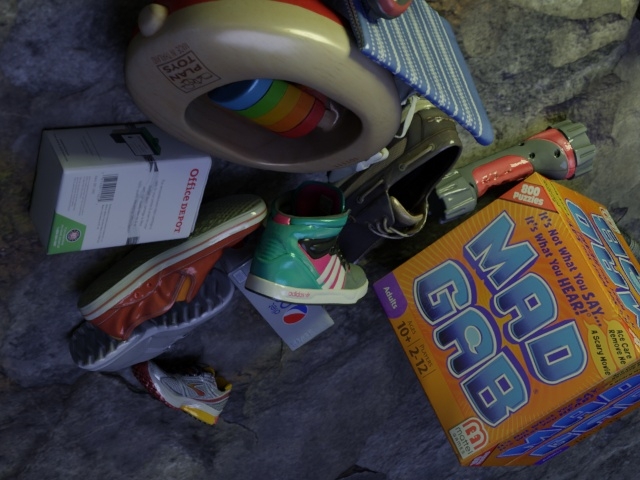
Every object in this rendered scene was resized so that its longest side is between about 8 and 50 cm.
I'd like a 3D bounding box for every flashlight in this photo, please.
[{"bbox_3d":[0.322,-0.112,2.179,0.304,0.103,0.103,-23,177,-20],"label":"flashlight"}]

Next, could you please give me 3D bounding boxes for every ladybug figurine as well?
[{"bbox_3d":[-0.073,-0.226,1.677,0.305,0.162,0.449,-17,155,29],"label":"ladybug figurine"}]

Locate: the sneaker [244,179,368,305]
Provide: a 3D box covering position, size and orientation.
[{"bbox_3d":[0.000,0.000,1.971,0.295,0.123,0.178,3,105,-61],"label":"sneaker"}]

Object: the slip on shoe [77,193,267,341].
[{"bbox_3d":[-0.213,0.039,1.938,0.331,0.123,0.101,-35,113,10],"label":"slip on shoe"}]

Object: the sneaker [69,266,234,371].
[{"bbox_3d":[-0.261,0.125,2.052,0.281,0.105,0.115,-25,156,9],"label":"sneaker"}]

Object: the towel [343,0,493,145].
[{"bbox_3d":[0.114,-0.275,1.741,0.040,0.243,0.336,-33,145,23],"label":"towel"}]

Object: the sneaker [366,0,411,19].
[{"bbox_3d":[0.132,-0.403,1.590,0.097,0.135,0.276,31,73,-44],"label":"sneaker"}]

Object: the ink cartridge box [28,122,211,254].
[{"bbox_3d":[-0.281,-0.076,1.794,0.219,0.092,0.160,-7,137,-31],"label":"ink cartridge box"}]

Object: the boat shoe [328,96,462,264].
[{"bbox_3d":[0.101,-0.068,2.053,0.132,0.130,0.355,4,130,-39],"label":"boat shoe"}]

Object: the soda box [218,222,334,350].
[{"bbox_3d":[-0.080,0.067,2.101,0.091,0.098,0.286,-34,144,0],"label":"soda box"}]

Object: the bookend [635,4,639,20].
[{"bbox_3d":[0.615,-0.419,2.077,0.156,0.072,0.157,-15,139,-24],"label":"bookend"}]

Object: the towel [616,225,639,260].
[{"bbox_3d":[0.476,0.079,2.576,0.324,0.056,0.312,-46,145,14],"label":"towel"}]

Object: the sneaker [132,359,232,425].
[{"bbox_3d":[-0.239,0.242,2.215,0.093,0.088,0.225,-57,142,-2],"label":"sneaker"}]

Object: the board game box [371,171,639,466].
[{"bbox_3d":[0.378,0.152,2.227,0.356,0.356,0.356,-36,155,22],"label":"board game box"}]

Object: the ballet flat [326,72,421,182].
[{"bbox_3d":[0.088,-0.162,1.962,0.213,0.068,0.072,-56,168,17],"label":"ballet flat"}]
